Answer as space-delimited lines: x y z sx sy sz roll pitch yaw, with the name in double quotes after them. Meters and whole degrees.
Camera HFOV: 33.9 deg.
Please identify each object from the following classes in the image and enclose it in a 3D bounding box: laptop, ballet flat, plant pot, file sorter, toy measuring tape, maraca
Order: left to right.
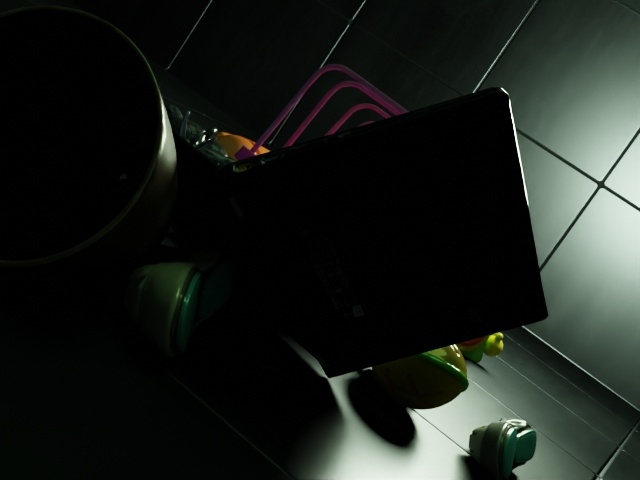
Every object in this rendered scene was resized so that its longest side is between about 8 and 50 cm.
-0.213 -0.055 0.922 0.215 0.215 0.230 36 -8 14 "plant pot"
-0.141 0.053 0.979 0.086 0.086 0.248 34 6 2 "ballet flat"
-0.003 -0.051 1.119 0.382 0.407 0.236 65 12 -52 "laptop"
0.059 -0.077 1.393 0.202 0.182 0.290 40 -2 21 "file sorter"
0.116 0.161 1.314 0.127 0.099 0.185 31 -18 -8 "maraca"
0.222 0.118 1.991 0.330 0.121 0.121 32 7 -15 "toy measuring tape"
0.218 0.257 1.307 0.068 0.072 0.213 8 -4 22 "ballet flat"

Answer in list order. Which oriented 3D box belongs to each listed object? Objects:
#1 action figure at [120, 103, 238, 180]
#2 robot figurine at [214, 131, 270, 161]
-0.184 -0.087 1.423 0.164 0.141 0.276 37 -8 2 "action figure"
-0.133 -0.110 1.842 0.128 0.158 0.219 4 -12 35 "robot figurine"
